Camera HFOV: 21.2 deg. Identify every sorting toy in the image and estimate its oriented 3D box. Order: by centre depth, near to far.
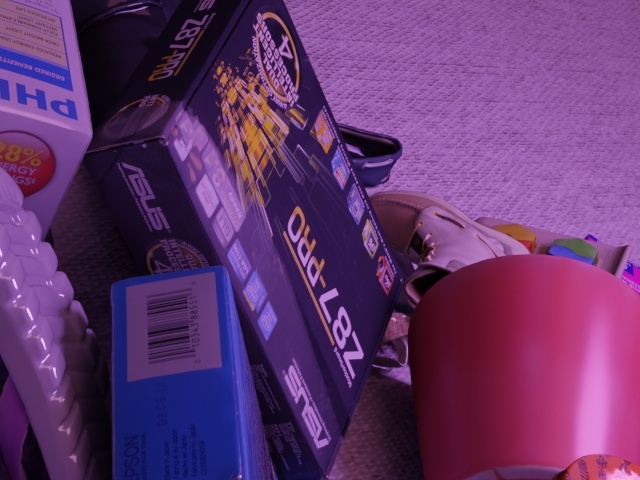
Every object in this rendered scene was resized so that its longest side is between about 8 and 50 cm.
[{"bbox_3d":[0.248,0.037,2.030,0.208,0.038,0.193,10,36,20],"label":"sorting toy"}]

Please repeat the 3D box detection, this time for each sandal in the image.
[{"bbox_3d":[-0.233,0.136,1.396,0.169,0.102,0.416,-50,122,-78],"label":"sandal"}]

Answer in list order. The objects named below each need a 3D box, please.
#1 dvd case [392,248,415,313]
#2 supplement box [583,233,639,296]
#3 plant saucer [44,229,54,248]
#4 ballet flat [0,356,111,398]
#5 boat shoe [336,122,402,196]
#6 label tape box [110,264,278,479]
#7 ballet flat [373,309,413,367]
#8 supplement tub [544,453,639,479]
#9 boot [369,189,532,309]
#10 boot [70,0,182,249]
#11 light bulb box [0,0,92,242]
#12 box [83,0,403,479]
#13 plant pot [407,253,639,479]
[{"bbox_3d":[0.000,0.000,1.967,0.253,0.022,0.180,12,40,-35],"label":"dvd case"},{"bbox_3d":[0.336,0.113,2.079,0.111,0.114,0.220,31,34,-13],"label":"supplement box"},{"bbox_3d":[-0.339,-0.037,1.658,0.195,0.037,0.195,27,33,-19],"label":"plant saucer"},{"bbox_3d":[-0.234,0.142,1.516,0.203,0.074,0.074,28,33,-28],"label":"ballet flat"},{"bbox_3d":[-0.013,-0.115,2.045,0.255,0.079,0.095,16,39,-32],"label":"boat shoe"},{"bbox_3d":[-0.091,0.225,1.426,0.106,0.333,0.240,-9,42,1],"label":"label tape box"},{"bbox_3d":[0.092,0.107,1.899,0.206,0.073,0.067,-2,76,-43],"label":"ballet flat"},{"bbox_3d":[0.162,0.338,1.398,0.207,0.338,0.207,26,33,-19],"label":"supplement tub"},{"bbox_3d":[0.120,0.018,1.925,0.213,0.077,0.165,24,27,16],"label":"boot"},{"bbox_3d":[-0.240,-0.162,1.838,0.367,0.146,0.445,11,45,-34],"label":"boot"},{"bbox_3d":[-0.417,-0.158,1.507,0.358,0.225,0.361,13,36,-25],"label":"light bulb box"},{"bbox_3d":[-0.059,-0.015,1.629,0.395,0.097,0.318,66,30,-28],"label":"box"},{"bbox_3d":[0.216,0.192,1.738,0.275,0.275,0.243,26,42,-19],"label":"plant pot"}]
